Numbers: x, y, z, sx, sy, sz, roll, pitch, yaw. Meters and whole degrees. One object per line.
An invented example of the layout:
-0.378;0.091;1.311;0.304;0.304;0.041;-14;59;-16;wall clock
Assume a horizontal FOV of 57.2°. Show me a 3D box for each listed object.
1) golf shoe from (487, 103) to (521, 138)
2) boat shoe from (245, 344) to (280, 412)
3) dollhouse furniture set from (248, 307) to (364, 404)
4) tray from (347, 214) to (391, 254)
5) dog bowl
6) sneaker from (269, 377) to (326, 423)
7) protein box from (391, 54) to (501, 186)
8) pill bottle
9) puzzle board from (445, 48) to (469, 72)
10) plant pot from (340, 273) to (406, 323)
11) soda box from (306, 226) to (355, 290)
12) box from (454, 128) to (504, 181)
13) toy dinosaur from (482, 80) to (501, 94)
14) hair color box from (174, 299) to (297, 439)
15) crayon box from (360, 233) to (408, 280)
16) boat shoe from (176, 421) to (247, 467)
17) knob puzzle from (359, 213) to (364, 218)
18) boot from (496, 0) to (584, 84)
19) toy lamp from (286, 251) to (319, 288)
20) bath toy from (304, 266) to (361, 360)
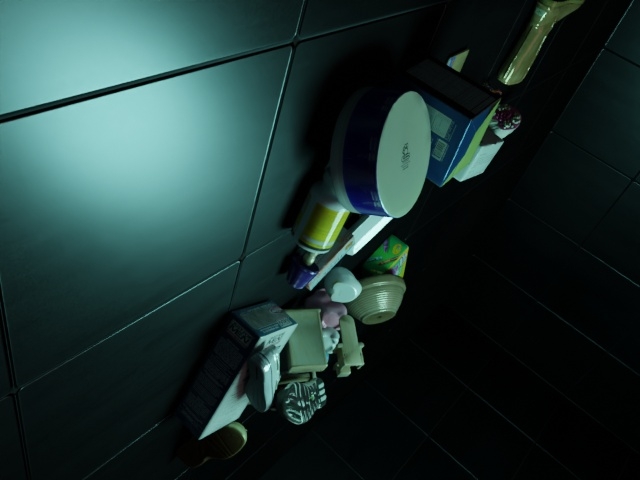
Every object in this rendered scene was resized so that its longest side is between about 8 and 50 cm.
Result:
0.565;-0.365;2.013;0.306;0.115;0.140;-32;164;-28;golf shoe
-0.129;0.340;1.433;0.076;0.083;0.226;-35;153;-34;boat shoe
-0.073;0.351;1.756;0.303;0.174;0.355;1;150;-17;dollhouse furniture set
0.155;-0.064;1.671;0.270;0.030;0.145;-44;159;12;tray
0.131;-0.182;1.218;0.265;0.104;0.265;-28;124;-53;dog bowl
-0.100;0.434;1.569;0.162;0.106;0.281;-12;168;18;sneaker
0.261;-0.274;1.345;0.136;0.201;0.200;-37;155;-35;protein box
0.011;-0.069;1.306;0.103;0.103;0.184;-23;146;-53;pill bottle
0.333;-0.427;1.516;0.096;0.011;0.128;-33;153;-38;puzzle board
0.185;0.215;2.005;0.237;0.110;0.237;-10;153;-5;plant pot
0.010;0.043;1.557;0.183;0.063;0.058;-45;160;-14;soda box
0.386;-0.274;1.648;0.181;0.182;0.119;-22;147;-53;box
0.515;-0.458;1.782;0.082;0.090;0.047;-78;175;-58;toy dinosaur
-0.217;0.326;1.497;0.347;0.105;0.174;-58;159;19;hair color box
0.228;0.114;2.125;0.165;0.081;0.278;-45;159;-18;crayon box
-0.301;0.560;1.664;0.285;0.104;0.089;-29;-171;35;boat shoe
0.175;-0.118;1.678;0.213;0.030;0.213;-34;158;-15;knob puzzle
0.669;-0.627;1.800;0.236;0.089;0.269;-22;146;-35;boot
0.000;0.000;1.439;0.274;0.080;0.080;-59;159;21;toy lamp
0.010;0.214;1.772;0.129;0.151;0.348;-91;-159;-58;bath toy
